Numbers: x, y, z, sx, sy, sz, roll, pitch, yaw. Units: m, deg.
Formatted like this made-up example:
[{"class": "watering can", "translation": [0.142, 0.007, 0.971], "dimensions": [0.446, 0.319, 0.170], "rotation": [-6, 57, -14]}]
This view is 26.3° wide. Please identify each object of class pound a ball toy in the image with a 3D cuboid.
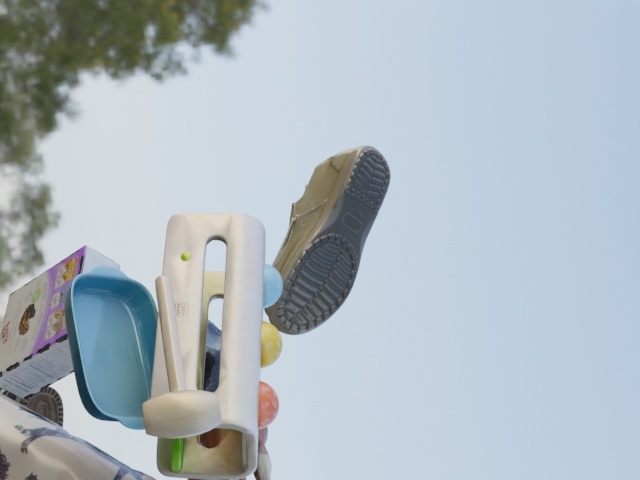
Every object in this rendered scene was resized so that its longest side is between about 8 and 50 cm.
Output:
[{"class": "pound a ball toy", "translation": [-0.108, 0.109, 1.468], "dimensions": [0.208, 0.136, 0.319], "rotation": [94, -3, -53]}]

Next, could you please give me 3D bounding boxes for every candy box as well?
[{"class": "candy box", "translation": [-0.395, 0.123, 2.041], "dimensions": [0.196, 0.070, 0.165], "rotation": [-29, -138, 34]}]

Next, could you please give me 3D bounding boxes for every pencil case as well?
[{"class": "pencil case", "translation": [-0.363, 0.275, 1.543], "dimensions": [0.183, 0.410, 0.160], "rotation": [-62, -177, -6]}]

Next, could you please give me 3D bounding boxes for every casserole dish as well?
[{"class": "casserole dish", "translation": [-0.219, 0.118, 1.457], "dimensions": [0.037, 0.114, 0.188], "rotation": [-33, -120, 37]}]

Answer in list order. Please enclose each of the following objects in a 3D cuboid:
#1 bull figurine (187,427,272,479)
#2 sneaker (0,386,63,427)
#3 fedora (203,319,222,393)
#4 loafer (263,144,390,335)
[{"class": "bull figurine", "translation": [-0.127, 0.286, 1.777], "dimensions": [0.310, 0.101, 0.188], "rotation": [115, -37, -66]}, {"class": "sneaker", "translation": [-0.478, 0.357, 2.146], "dimensions": [0.153, 0.099, 0.282], "rotation": [6, -95, 56]}, {"class": "fedora", "translation": [-0.196, 0.198, 2.114], "dimensions": [0.152, 0.334, 0.334], "rotation": [-58, -154, 3]}, {"class": "loafer", "translation": [0.000, 0.000, 1.748], "dimensions": [0.102, 0.268, 0.092], "rotation": [42, -22, -32]}]
